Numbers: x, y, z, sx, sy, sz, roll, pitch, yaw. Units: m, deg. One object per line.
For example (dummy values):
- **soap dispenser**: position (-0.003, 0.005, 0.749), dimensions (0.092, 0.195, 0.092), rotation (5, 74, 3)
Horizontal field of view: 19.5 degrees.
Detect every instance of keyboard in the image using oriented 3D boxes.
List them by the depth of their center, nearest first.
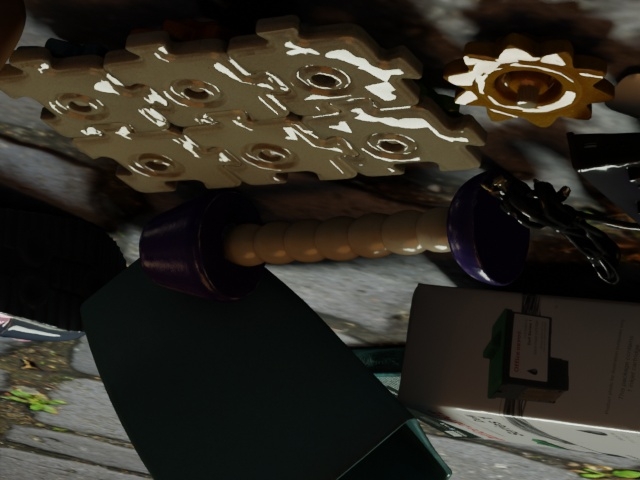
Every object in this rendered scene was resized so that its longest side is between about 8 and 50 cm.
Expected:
- **keyboard**: position (0.221, -0.001, 1.096), dimensions (0.202, 0.033, 0.317), rotation (0, 163, 31)

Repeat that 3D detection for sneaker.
- **sneaker**: position (-0.300, 0.007, 1.347), dimensions (0.319, 0.112, 0.131), rotation (26, 154, -34)

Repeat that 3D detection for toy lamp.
- **toy lamp**: position (0.000, 0.000, 1.200), dimensions (0.275, 0.080, 0.080), rotation (-2, 157, 35)

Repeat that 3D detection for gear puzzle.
- **gear puzzle**: position (-0.006, -0.087, 1.011), dimensions (0.339, 0.044, 0.175), rotation (-3, 155, 30)

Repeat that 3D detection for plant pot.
- **plant pot**: position (-0.054, 0.114, 1.321), dimensions (0.234, 0.166, 0.165), rotation (49, 177, 25)

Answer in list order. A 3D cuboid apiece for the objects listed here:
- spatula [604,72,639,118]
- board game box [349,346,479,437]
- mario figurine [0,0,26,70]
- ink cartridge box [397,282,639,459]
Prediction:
- **spatula**: position (0.281, -0.064, 0.938), dimensions (0.242, 0.019, 0.168), rotation (13, 158, -10)
- **board game box**: position (0.114, 0.132, 1.603), dimensions (0.126, 0.026, 0.186), rotation (-5, 156, 39)
- **mario figurine**: position (-0.226, -0.160, 0.856), dimensions (0.198, 0.170, 0.320), rotation (-26, 171, -1)
- **ink cartridge box**: position (0.186, 0.098, 1.312), dimensions (0.219, 0.092, 0.160), rotation (4, 167, 32)
